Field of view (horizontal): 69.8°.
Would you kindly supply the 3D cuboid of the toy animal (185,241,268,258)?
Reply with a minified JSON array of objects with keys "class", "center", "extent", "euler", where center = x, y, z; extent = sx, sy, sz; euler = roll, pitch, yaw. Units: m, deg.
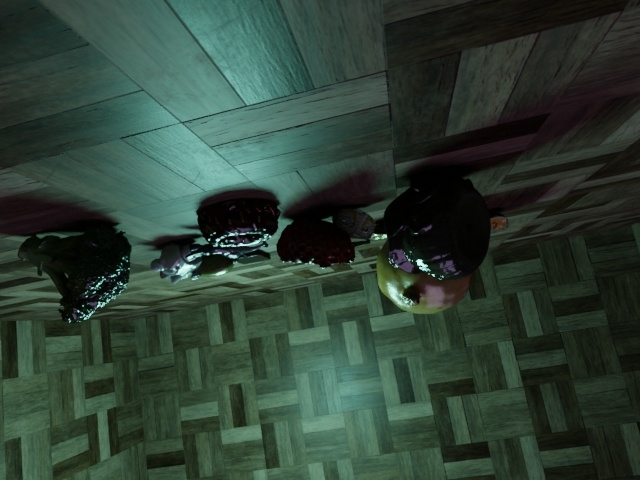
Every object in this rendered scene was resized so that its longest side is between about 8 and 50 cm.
[{"class":"toy animal","center":[-0.270,0.016,1.553],"extent":[0.206,0.081,0.367],"euler":[-18,175,17]}]

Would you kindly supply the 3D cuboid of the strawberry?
[{"class":"strawberry","center":[-0.017,0.000,1.450],"extent":[0.254,0.150,0.280],"euler":[-1,-177,5]}]

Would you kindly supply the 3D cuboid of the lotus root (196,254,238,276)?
[{"class":"lotus root","center":[-0.407,0.097,1.811],"extent":[0.183,0.090,0.077],"euler":[-14,141,8]}]

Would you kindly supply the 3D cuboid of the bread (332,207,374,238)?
[{"class":"bread","center":[0.104,-0.060,1.470],"extent":[0.157,0.083,0.094],"euler":[20,180,-18]}]

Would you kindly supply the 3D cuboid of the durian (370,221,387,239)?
[{"class":"durian","center":[0.246,-0.038,1.742],"extent":[0.110,0.071,0.140],"euler":[4,176,-36]}]

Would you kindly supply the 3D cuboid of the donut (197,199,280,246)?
[{"class":"donut","center":[-0.221,-0.042,1.273],"extent":[0.235,0.089,0.235],"euler":[-9,167,-2]}]

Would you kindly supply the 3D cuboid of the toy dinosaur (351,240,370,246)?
[{"class":"toy dinosaur","center":[0.128,0.015,1.875],"extent":[0.301,0.087,0.447],"euler":[-6,175,-13]}]

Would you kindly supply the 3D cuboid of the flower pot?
[{"class":"flower pot","center":[0.323,-0.043,1.276],"extent":[0.302,0.301,0.213],"euler":[1,177,-44]}]

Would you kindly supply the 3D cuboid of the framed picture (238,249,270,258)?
[{"class":"framed picture","center":[-0.297,0.072,1.955],"extent":[0.128,0.023,0.168],"euler":[-11,169,9]}]

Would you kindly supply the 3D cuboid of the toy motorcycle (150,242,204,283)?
[{"class":"toy motorcycle","center":[-0.492,0.074,1.562],"extent":[0.171,0.110,0.260],"euler":[-6,160,-34]}]

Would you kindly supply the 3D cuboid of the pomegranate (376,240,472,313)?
[{"class":"pomegranate","center":[0.425,0.129,1.948],"extent":[0.412,0.411,0.411],"euler":[-9,169,-2]}]

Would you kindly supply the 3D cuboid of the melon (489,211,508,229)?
[{"class":"melon","center":[0.707,-0.087,1.915],"extent":[0.160,0.079,0.128],"euler":[-7,151,-11]}]

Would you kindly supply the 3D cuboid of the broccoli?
[{"class":"broccoli","center":[-0.639,0.074,1.201],"extent":[0.269,0.269,0.254],"euler":[-6,163,-19]}]
